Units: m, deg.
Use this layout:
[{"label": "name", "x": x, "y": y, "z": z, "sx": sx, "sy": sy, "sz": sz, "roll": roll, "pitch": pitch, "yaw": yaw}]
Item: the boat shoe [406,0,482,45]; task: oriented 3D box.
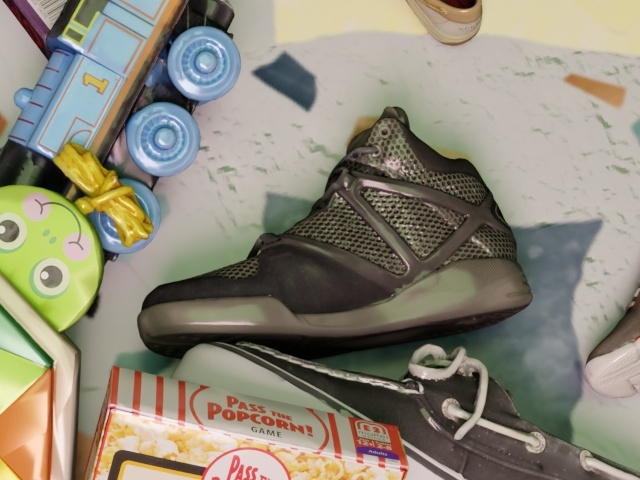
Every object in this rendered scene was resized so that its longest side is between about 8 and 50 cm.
[{"label": "boat shoe", "x": 0.056, "y": -0.185, "z": 0.922, "sx": 0.050, "sy": 0.045, "sz": 0.135, "roll": -41, "pitch": 83, "yaw": -16}]

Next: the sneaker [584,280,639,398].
[{"label": "sneaker", "x": 0.212, "y": 0.034, "z": 0.884, "sx": 0.158, "sy": 0.061, "sz": 0.065, "roll": -33, "pitch": 54, "yaw": -15}]

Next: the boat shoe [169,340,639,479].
[{"label": "boat shoe", "x": 0.069, "y": 0.114, "z": 0.806, "sx": 0.306, "sy": 0.113, "sz": 0.105, "roll": 25, "pitch": 66, "yaw": -2}]

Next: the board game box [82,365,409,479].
[{"label": "board game box", "x": -0.055, "y": 0.169, "z": 0.725, "sx": 0.146, "sy": 0.045, "sz": 0.193, "roll": 14, "pitch": 109, "yaw": -11}]

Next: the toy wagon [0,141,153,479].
[{"label": "toy wagon", "x": -0.233, "y": 0.079, "z": 0.755, "sx": 0.344, "sy": 0.068, "sz": 0.267, "roll": -43, "pitch": 92, "yaw": -3}]

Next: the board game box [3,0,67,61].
[{"label": "board game box", "x": -0.187, "y": -0.302, "z": 0.928, "sx": 0.208, "sy": 0.056, "sz": 0.347, "roll": -36, "pitch": 81, "yaw": -11}]

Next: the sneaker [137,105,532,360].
[{"label": "sneaker", "x": 0.000, "y": 0.000, "z": 0.845, "sx": 0.227, "sy": 0.087, "sz": 0.130, "roll": -10, "pitch": 74, "yaw": -13}]

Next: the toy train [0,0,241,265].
[{"label": "toy train", "x": -0.120, "y": -0.072, "z": 0.837, "sx": 0.105, "sy": 0.080, "sz": 0.184, "roll": 29, "pitch": 85, "yaw": -12}]
